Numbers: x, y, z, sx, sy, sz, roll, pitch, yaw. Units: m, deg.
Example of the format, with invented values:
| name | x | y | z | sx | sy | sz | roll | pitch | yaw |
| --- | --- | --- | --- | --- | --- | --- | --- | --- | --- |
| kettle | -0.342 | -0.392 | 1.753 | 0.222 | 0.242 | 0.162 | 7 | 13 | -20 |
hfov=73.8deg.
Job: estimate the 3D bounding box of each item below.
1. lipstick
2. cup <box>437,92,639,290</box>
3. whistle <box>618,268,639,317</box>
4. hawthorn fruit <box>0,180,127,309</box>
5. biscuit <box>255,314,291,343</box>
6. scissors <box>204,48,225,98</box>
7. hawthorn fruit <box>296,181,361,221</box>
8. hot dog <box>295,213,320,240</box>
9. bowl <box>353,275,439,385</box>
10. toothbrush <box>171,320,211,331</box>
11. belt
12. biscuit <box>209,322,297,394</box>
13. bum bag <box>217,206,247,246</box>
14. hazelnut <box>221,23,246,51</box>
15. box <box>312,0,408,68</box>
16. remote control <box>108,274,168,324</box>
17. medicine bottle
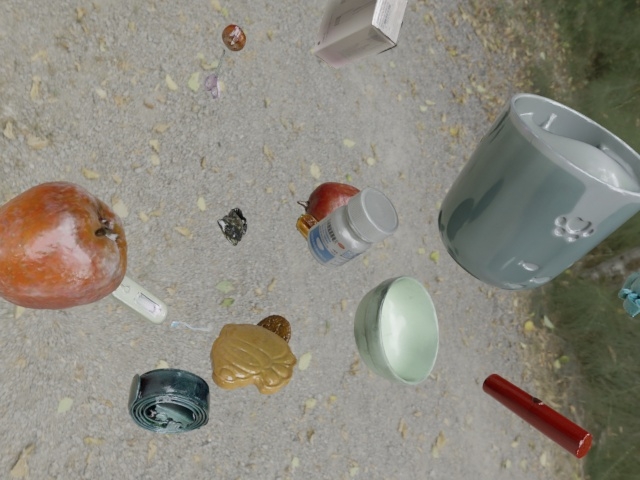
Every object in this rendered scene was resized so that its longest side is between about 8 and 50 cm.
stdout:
| name | x | y | z | sx | sy | sz | roll | pitch | yaw |
| --- | --- | --- | --- | --- | --- | --- | --- | --- | --- |
| lipstick | 0.554 | 0.446 | 1.113 | 0.073 | 0.280 | 0.073 | -10 | 111 | -28 |
| cup | 0.408 | -0.073 | 0.780 | 0.357 | 0.274 | 0.259 | -5 | 52 | -31 |
| whistle | 0.809 | 0.148 | 1.013 | 0.186 | 0.274 | 0.093 | 16 | 112 | 4 |
| hawthorn fruit | -0.473 | 0.024 | 0.762 | 0.231 | 0.235 | 0.263 | 43 | 64 | -9 |
| biscuit | -0.208 | 0.393 | 1.771 | 0.187 | 0.188 | 0.027 | -59 | 142 | -25 |
| scissors | -0.416 | -0.678 | 1.724 | 0.021 | 0.212 | 0.110 | -21 | 66 | -46 |
| hawthorn fruit | 0.042 | -0.090 | 1.390 | 0.250 | 0.215 | 0.215 | 9 | 77 | -10 |
| hot dog | 0.000 | 0.000 | 1.207 | 0.072 | 0.055 | 0.188 | -34 | 75 | -27 |
| bowl | 0.210 | 0.264 | 1.256 | 0.307 | 0.163 | 0.307 | 15 | 68 | -41 |
| toothbrush | -0.328 | 0.220 | 1.093 | 0.017 | 0.014 | 0.162 | -64 | 154 | -5 |
| belt | -0.434 | 0.454 | 1.219 | 0.116 | 0.207 | 0.267 | -103 | 170 | -47 |
| biscuit | -0.241 | 0.418 | 1.537 | 0.312 | 0.351 | 0.057 | 20 | 112 | 1 |
| bum bag | -0.302 | -0.047 | 1.481 | 0.069 | 0.248 | 0.102 | -6 | 104 | 6 |
| hazelnut | -0.295 | -0.692 | 1.457 | 0.086 | 0.086 | 0.086 | 6 | 79 | -32 |
| box | 0.113 | -0.608 | 1.159 | 0.106 | 0.252 | 0.203 | 20 | 82 | -36 |
| remote control | -0.540 | 0.175 | 1.262 | 0.221 | 0.042 | 0.078 | 52 | 45 | -38 |
| medicine bottle | 0.059 | -0.021 | 0.840 | 0.105 | 0.168 | 0.105 | 25 | 48 | -31 |
